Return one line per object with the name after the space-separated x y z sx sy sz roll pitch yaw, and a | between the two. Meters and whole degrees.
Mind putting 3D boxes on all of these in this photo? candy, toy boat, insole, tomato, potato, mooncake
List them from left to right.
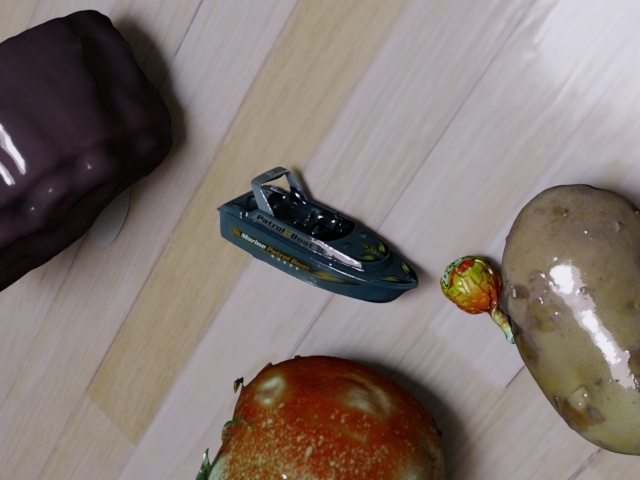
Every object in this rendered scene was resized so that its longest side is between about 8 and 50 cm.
-0.367 -0.075 1.160 0.212 0.351 0.381 54 134 1 | mooncake
-0.265 -0.078 1.285 0.065 0.004 0.197 33 117 21 | insole
0.000 0.000 1.089 0.246 0.093 0.103 26 122 24 | toy boat
0.008 0.276 1.065 0.239 0.303 0.303 10 108 13 | tomato
0.204 0.095 1.021 0.201 0.060 0.060 47 121 4 | candy
0.260 0.074 0.919 0.165 0.165 0.262 -31 79 33 | potato
